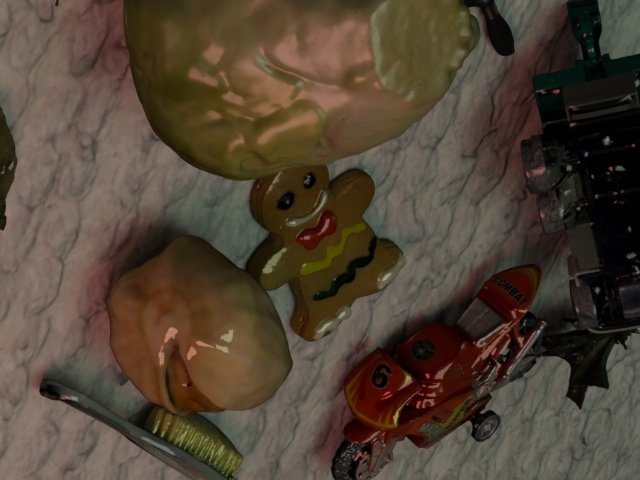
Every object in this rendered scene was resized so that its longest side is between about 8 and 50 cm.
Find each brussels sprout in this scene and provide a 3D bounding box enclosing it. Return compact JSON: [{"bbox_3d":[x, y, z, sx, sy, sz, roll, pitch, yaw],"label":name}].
[{"bbox_3d":[-0.024,-0.164,1.568,0.273,0.316,0.243,7,94,-12],"label":"brussels sprout"}]

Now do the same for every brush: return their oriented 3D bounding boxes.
[{"bbox_3d":[0.156,-0.239,1.875,0.063,0.016,0.193,-43,139,-9],"label":"brush"},{"bbox_3d":[-0.160,0.176,1.867,0.297,0.068,0.060,39,71,-48],"label":"brush"}]

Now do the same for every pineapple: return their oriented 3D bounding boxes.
[{"bbox_3d":[0.374,0.078,2.233,0.277,0.130,0.119,-35,125,-16],"label":"pineapple"}]

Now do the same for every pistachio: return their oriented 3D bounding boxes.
[{"bbox_3d":[-0.108,0.087,1.787,0.157,0.157,0.229,-48,152,-4],"label":"pistachio"}]

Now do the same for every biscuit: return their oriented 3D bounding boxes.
[{"bbox_3d":[0.001,0.001,1.899,0.158,0.035,0.240,-45,140,-11],"label":"biscuit"}]

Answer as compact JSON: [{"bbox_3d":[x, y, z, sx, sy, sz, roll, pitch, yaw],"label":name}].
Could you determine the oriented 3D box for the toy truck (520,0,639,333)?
[{"bbox_3d":[0.312,-0.065,2.022,0.176,0.178,0.363,-11,133,10],"label":"toy truck"}]

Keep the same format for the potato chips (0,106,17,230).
[{"bbox_3d":[-0.337,-0.056,1.546,0.220,0.029,0.202,-4,119,-39],"label":"potato chips"}]

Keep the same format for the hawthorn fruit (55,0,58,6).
[{"bbox_3d":[-0.199,-0.234,1.503,0.066,0.066,0.103,-9,109,-39],"label":"hawthorn fruit"}]

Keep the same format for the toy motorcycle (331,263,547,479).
[{"bbox_3d":[0.128,0.151,2.084,0.298,0.089,0.171,-34,136,-20],"label":"toy motorcycle"}]
